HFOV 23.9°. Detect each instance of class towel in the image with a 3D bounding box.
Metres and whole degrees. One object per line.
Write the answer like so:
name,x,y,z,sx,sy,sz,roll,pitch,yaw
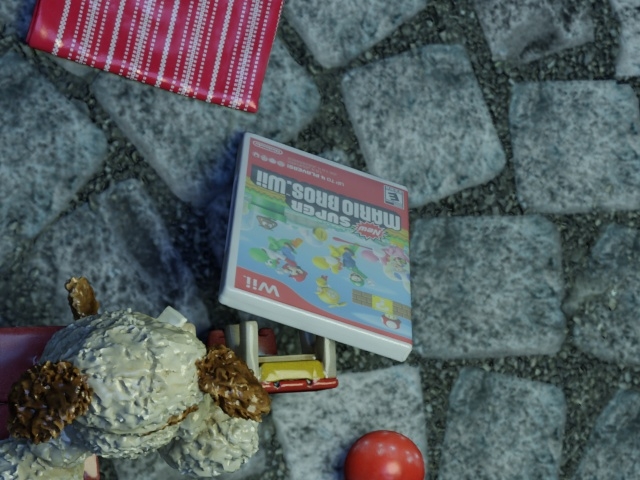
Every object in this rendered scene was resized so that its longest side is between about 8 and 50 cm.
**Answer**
towel,-0.179,-0.272,1.707,0.275,0.031,0.198,16,80,-12

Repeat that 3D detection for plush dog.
plush dog,-0.174,0.125,1.351,0.262,0.225,0.210,-9,86,-21

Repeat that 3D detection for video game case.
video game case,0.000,0.000,1.624,0.204,0.025,0.285,19,36,-12

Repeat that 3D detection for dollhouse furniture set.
dollhouse furniture set,-0.187,0.168,1.570,0.374,0.201,0.152,0,83,-21

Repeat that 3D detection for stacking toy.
stacking toy,0.047,0.367,1.638,0.141,0.141,0.330,18,75,-12
